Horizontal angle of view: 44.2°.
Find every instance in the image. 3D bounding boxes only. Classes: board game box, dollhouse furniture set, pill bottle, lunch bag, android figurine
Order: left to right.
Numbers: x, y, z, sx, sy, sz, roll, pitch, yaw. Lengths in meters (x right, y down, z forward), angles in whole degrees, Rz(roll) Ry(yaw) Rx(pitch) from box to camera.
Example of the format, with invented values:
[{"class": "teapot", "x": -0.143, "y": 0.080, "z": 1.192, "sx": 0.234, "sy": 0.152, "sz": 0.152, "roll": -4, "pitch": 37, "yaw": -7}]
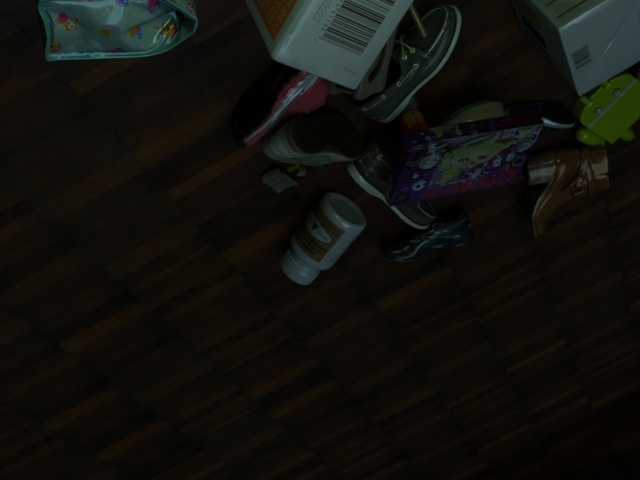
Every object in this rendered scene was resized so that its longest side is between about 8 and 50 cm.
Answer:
[{"class": "lunch bag", "x": -0.349, "y": -0.427, "z": 1.331, "sx": 0.262, "sy": 0.223, "sz": 0.160, "roll": -9, "pitch": 144, "yaw": -16}, {"class": "dollhouse furniture set", "x": -0.066, "y": -0.175, "z": 1.865, "sx": 0.151, "sy": 0.059, "sz": 0.076, "roll": -22, "pitch": 150, "yaw": 28}, {"class": "pill bottle", "x": 0.000, "y": 0.000, "z": 1.991, "sx": 0.131, "sy": 0.131, "sz": 0.229, "roll": 17, "pitch": 124, "yaw": -36}, {"class": "board game box", "x": 0.327, "y": -0.187, "z": 1.814, "sx": 0.346, "sy": 0.056, "sz": 0.208, "roll": -12, "pitch": 149, "yaw": -19}, {"class": "android figurine", "x": 0.763, "y": -0.348, "z": 2.034, "sx": 0.272, "sy": 0.056, "sz": 0.248, "roll": 21, "pitch": 122, "yaw": -40}]

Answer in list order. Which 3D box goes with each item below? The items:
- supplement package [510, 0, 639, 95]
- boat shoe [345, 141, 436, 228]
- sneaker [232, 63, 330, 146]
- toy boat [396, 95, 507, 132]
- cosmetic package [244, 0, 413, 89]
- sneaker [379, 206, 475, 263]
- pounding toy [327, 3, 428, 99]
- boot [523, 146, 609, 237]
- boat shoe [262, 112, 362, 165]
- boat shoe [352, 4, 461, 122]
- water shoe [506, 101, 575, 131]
[{"class": "supplement package", "x": 0.538, "y": -0.485, "z": 1.635, "sx": 0.198, "sy": 0.263, "sz": 0.199, "roll": -30, "pitch": 137, "yaw": 9}, {"class": "boat shoe", "x": 0.198, "y": -0.134, "z": 1.958, "sx": 0.096, "sy": 0.117, "sz": 0.324, "roll": -39, "pitch": 130, "yaw": 21}, {"class": "sneaker", "x": -0.057, "y": -0.297, "z": 1.675, "sx": 0.314, "sy": 0.116, "sz": 0.136, "roll": -43, "pitch": 136, "yaw": 20}, {"class": "toy boat", "x": 0.294, "y": -0.258, "z": 1.869, "sx": 0.318, "sy": 0.148, "sz": 0.267, "roll": 14, "pitch": 132, "yaw": -43}, {"class": "cosmetic package", "x": -0.018, "y": -0.474, "z": 1.258, "sx": 0.161, "sy": 0.453, "sz": 0.230, "roll": 13, "pitch": 126, "yaw": -33}, {"class": "sneaker", "x": 0.285, "y": -0.017, "z": 2.149, "sx": 0.267, "sy": 0.101, "sz": 0.106, "roll": -16, "pitch": 116, "yaw": -7}, {"class": "pounding toy", "x": 0.109, "y": -0.411, "z": 1.559, "sx": 0.154, "sy": 0.154, "sz": 0.270, "roll": -5, "pitch": 109, "yaw": -56}, {"class": "boot", "x": 0.671, "y": -0.134, "z": 2.153, "sx": 0.220, "sy": 0.109, "sz": 0.284, "roll": -9, "pitch": 124, "yaw": 5}, {"class": "boat shoe", "x": -0.012, "y": -0.216, "z": 1.751, "sx": 0.098, "sy": 0.109, "sz": 0.302, "roll": -19, "pitch": 176, "yaw": 33}, {"class": "boat shoe", "x": 0.183, "y": -0.383, "z": 1.699, "sx": 0.091, "sy": 0.109, "sz": 0.305, "roll": 10, "pitch": 132, "yaw": -38}, {"class": "water shoe", "x": 0.542, "y": -0.303, "z": 1.984, "sx": 0.203, "sy": 0.073, "sz": 0.080, "roll": 1, "pitch": 154, "yaw": -19}]
